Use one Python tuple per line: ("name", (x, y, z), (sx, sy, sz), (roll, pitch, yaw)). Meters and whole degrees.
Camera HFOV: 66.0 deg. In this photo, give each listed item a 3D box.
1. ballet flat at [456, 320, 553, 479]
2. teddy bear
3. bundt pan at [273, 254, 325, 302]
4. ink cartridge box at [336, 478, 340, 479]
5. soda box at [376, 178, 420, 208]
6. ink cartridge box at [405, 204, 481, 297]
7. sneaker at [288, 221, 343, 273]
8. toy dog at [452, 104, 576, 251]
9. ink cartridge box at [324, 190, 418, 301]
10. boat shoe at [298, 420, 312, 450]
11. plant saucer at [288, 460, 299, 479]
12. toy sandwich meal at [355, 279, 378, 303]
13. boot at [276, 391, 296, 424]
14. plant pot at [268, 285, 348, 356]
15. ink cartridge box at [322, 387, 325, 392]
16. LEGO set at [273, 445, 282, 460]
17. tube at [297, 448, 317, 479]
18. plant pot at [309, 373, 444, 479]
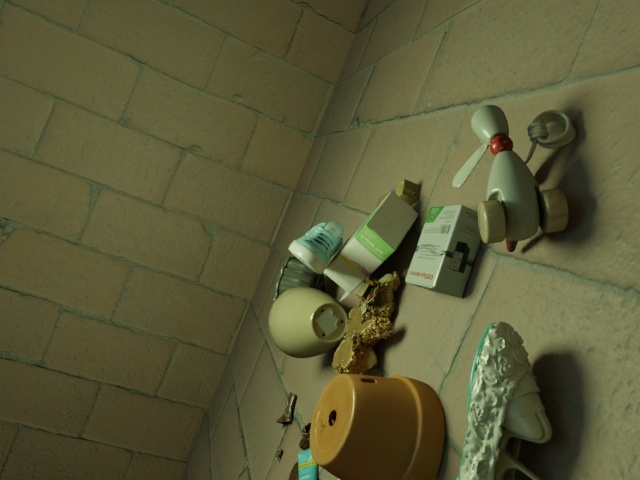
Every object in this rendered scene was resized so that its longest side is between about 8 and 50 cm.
("ballet flat", (0.306, 0.346, 0.809), (0.147, 0.146, 0.410), (169, 118, -71))
("teddy bear", (0.151, 0.247, 1.456), (0.245, 0.113, 0.338), (-39, 26, 47))
("bundt pan", (-0.067, 0.225, 1.932), (0.331, 0.124, 0.331), (6, -90, -75))
("ink cartridge box", (0.088, 0.657, 1.205), (0.189, 0.066, 0.233), (-92, 24, -54))
("soda box", (0.252, -0.133, 1.633), (0.181, 0.061, 0.058), (140, 146, -60))
("ink cartridge box", (0.307, 0.025, 1.214), (0.209, 0.086, 0.153), (-69, 16, -4))
("sneaker", (0.000, 0.000, 1.552), (0.150, 0.135, 0.366), (-55, 1, 7))
("toy dog", (0.385, -0.112, 1.018), (0.161, 0.219, 0.334), (78, -153, -56))
("ink cartridge box", (0.140, 0.029, 1.577), (0.207, 0.119, 0.353), (-50, -1, -43))
("boat shoe", (-0.030, 0.620, 1.604), (0.178, 0.060, 0.064), (-58, 8, 34))
("plant saucer", (-0.072, 0.790, 1.602), (0.169, 0.029, 0.169), (-57, 19, 33))
("toy sandwich meal", (0.136, 0.147, 1.438), (0.086, 0.029, 0.086), (-48, 20, 24))
("boot", (-0.133, 0.660, 1.942), (0.106, 0.037, 0.114), (-30, 44, 46))
("plant pot", (-0.018, 0.275, 1.650), (0.274, 0.256, 0.257), (-22, 49, 69))
("ink cartridge box", (0.074, 0.465, 1.383), (0.150, 0.109, 0.063), (159, 129, -69))
("LEGO set", (-0.158, 0.811, 1.876), (0.083, 0.023, 0.054), (114, 172, -65))
("tube", (-0.038, 0.739, 1.517), (0.080, 0.052, 0.207), (-21, 33, 13))
("plant pot", (0.109, 0.430, 1.116), (0.291, 0.203, 0.291), (-53, 22, 32))
